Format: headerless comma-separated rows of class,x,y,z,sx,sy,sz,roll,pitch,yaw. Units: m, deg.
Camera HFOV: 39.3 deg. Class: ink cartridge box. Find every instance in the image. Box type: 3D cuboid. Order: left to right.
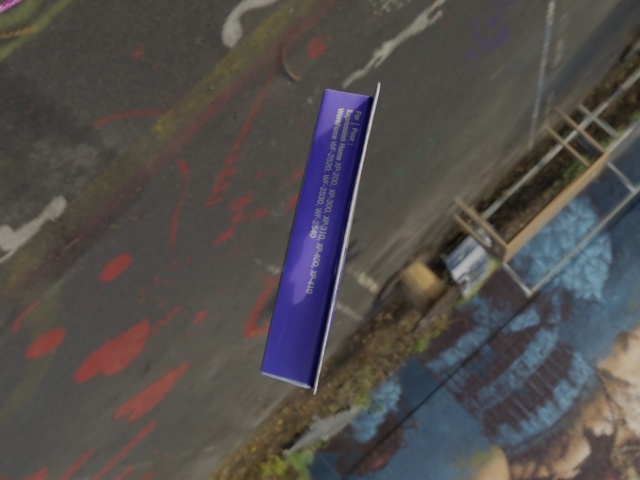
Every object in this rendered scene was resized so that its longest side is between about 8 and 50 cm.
ink cartridge box,0.000,0.000,0.660,0.208,0.045,0.206,93,9,-86

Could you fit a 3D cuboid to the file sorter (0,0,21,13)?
file sorter,-0.289,-0.300,0.630,0.182,0.290,0.202,-42,-159,-27
